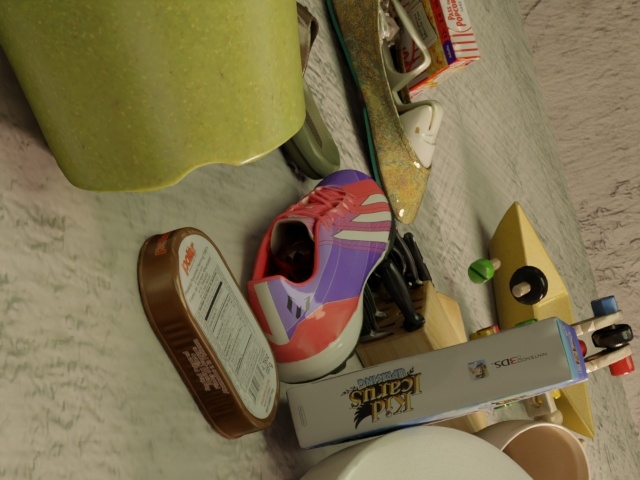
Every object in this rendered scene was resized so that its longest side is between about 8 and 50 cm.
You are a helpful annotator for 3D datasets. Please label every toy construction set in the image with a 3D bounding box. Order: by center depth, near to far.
[{"bbox_3d":[0.289,0.212,1.644,0.237,0.257,0.309,-20,116,-53],"label":"toy construction set"}]

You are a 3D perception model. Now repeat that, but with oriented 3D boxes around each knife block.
[{"bbox_3d":[0.097,0.126,1.308,0.242,0.088,0.276,21,54,-64],"label":"knife block"}]

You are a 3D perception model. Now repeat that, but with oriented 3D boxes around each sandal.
[{"bbox_3d":[-0.034,-0.203,1.233,0.303,0.086,0.120,60,23,-31],"label":"sandal"}]

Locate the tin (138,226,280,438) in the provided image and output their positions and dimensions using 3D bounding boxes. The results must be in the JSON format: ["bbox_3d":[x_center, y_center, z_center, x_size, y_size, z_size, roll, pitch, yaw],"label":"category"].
[{"bbox_3d":[-0.087,0.075,0.943,0.106,0.040,0.190,-79,146,-60],"label":"tin"}]

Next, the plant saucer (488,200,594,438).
[{"bbox_3d":[0.387,0.153,2.064,0.333,0.081,0.333,51,29,-46],"label":"plant saucer"}]

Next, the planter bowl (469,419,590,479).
[{"bbox_3d":[0.204,0.271,1.280,0.162,0.109,0.162,-4,98,-33],"label":"planter bowl"}]

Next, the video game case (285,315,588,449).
[{"bbox_3d":[0.124,0.138,1.096,0.269,0.244,0.061,22,51,-73],"label":"video game case"}]

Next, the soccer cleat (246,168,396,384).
[{"bbox_3d":[0.000,0.000,1.128,0.318,0.108,0.116,-71,143,-53],"label":"soccer cleat"}]

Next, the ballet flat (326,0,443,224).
[{"bbox_3d":[0.104,-0.200,1.556,0.123,0.123,0.349,-1,75,-69],"label":"ballet flat"}]

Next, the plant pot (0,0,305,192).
[{"bbox_3d":[-0.123,-0.179,0.779,0.276,0.276,0.254,-64,145,-62],"label":"plant pot"}]

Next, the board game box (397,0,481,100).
[{"bbox_3d":[0.135,-0.287,1.618,0.045,0.193,0.147,-10,81,-31],"label":"board game box"}]

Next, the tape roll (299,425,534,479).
[{"bbox_3d":[0.106,0.349,0.961,0.392,0.072,0.392,23,54,-36],"label":"tape roll"}]
